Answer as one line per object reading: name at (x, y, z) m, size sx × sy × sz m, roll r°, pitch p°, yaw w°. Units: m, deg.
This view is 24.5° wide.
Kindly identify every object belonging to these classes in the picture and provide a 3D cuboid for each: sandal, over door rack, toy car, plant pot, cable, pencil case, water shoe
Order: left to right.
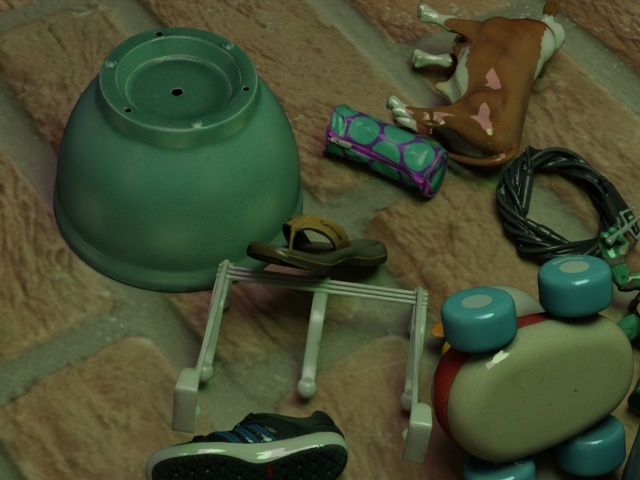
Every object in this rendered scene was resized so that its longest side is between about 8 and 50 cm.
plant pot at (-0.160, -0.114, 1.667) m, size 0.293 × 0.196 × 0.293 m, roll 3°, pitch 48°, yaw -3°
water shoe at (-0.076, 0.215, 1.473) m, size 0.203 × 0.073 × 0.080 m, roll -2°, pitch 27°, yaw -13°
over door rack at (-0.013, 0.131, 1.483) m, size 0.239 × 0.108 × 0.324 m, roll 7°, pitch 22°, yaw 1°
sandal at (0.000, 0.000, 1.598) m, size 0.090 × 0.060 × 0.219 m, roll 8°, pitch 7°, yaw 39°
pencil case at (0.078, -0.107, 1.772) m, size 0.152 × 0.064 × 0.070 m, roll 25°, pitch 34°, yaw 17°
toy car at (0.179, 0.118, 1.523) m, size 0.210 × 0.219 × 0.238 m, roll -18°, pitch 23°, yaw -19°
cable at (0.282, -0.041, 1.750) m, size 0.151 × 0.047 × 0.184 m, roll -17°, pitch 54°, yaw -13°

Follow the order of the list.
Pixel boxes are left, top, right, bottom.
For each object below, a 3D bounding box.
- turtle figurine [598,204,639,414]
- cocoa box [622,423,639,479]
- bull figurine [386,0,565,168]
turtle figurine at (0.373, 0.071, 1.602) m, size 0.175 × 0.118 × 0.234 m, roll 20°, pitch 64°, yaw 36°
cocoa box at (0.391, 0.299, 1.315) m, size 0.228 × 0.231 × 0.347 m, roll 10°, pitch 47°, yaw 5°
bull figurine at (0.200, -0.212, 1.857) m, size 0.188 × 0.101 × 0.310 m, roll 11°, pitch 45°, yaw 10°
